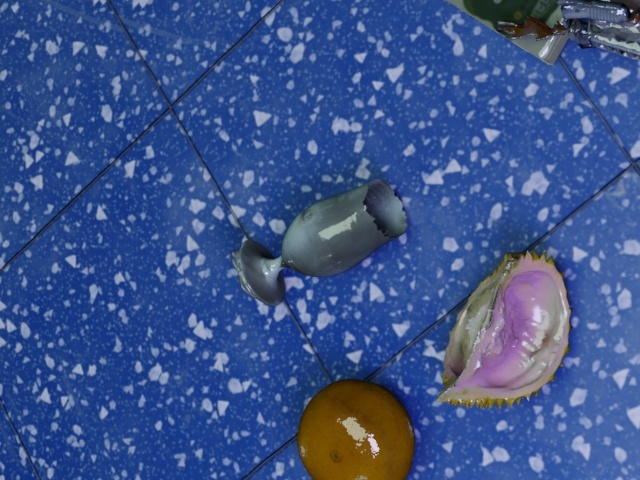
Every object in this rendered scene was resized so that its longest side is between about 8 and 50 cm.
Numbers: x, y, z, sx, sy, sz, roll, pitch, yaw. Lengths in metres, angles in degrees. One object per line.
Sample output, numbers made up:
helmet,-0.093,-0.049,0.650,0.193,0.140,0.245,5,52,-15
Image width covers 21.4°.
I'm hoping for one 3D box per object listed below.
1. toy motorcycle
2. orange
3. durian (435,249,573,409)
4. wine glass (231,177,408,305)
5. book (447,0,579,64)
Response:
toy motorcycle,0.385,-0.273,1.941,0.401,0.134,0.207,3,82,20
orange,0.048,0.251,2.137,0.156,0.124,0.156,10,110,29
durian,0.218,0.114,2.035,0.165,0.132,0.182,-8,71,21
wine glass,0.000,0.000,2.196,0.222,0.103,0.103,-28,72,28
book,0.211,-0.419,2.129,0.371,0.043,0.260,37,105,29
